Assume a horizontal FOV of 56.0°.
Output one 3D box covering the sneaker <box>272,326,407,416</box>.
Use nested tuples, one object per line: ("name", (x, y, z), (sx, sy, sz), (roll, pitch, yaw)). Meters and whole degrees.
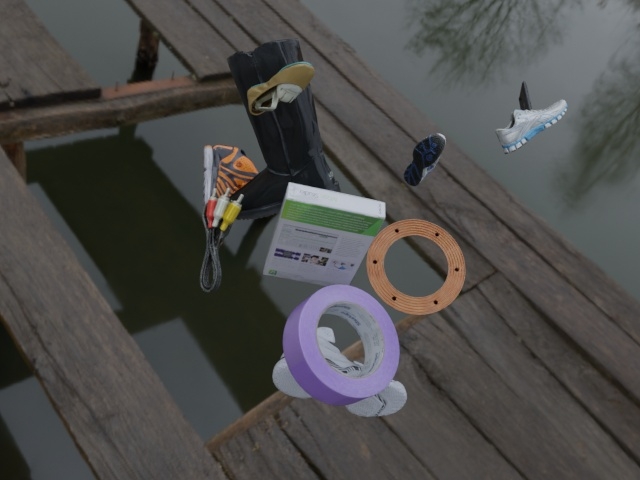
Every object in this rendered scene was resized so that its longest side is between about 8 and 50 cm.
("sneaker", (0.057, 0.349, 1.659), (0.366, 0.137, 0.210), (14, 26, -5))

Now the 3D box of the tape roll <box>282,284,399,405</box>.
("tape roll", (0.052, 0.247, 1.437), (0.275, 0.090, 0.274), (14, 59, -25))

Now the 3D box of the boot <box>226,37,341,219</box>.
("boot", (-0.168, -0.298, 1.668), (0.367, 0.445, 0.146), (-10, 24, 23))

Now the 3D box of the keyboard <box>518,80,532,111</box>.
("keyboard", (0.643, -0.400, 1.875), (0.023, 0.108, 0.180), (0, 54, 7))

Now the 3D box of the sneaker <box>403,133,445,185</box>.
("sneaker", (0.331, -0.262, 1.882), (0.080, 0.211, 0.081), (44, 52, 9))

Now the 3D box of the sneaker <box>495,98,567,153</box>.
("sneaker", (0.521, -0.301, 1.495), (0.083, 0.191, 0.071), (54, 4, -7))

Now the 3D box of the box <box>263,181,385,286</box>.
("box", (0.000, 0.000, 1.470), (0.232, 0.322, 0.058), (11, 54, -9))

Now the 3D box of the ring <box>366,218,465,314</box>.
("ring", (0.320, 0.088, 2.033), (0.337, 0.032, 0.336), (1, 71, -2))

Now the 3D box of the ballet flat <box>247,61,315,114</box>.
("ballet flat", (-0.093, -0.349, 1.420), (0.080, 0.232, 0.073), (13, 76, -36))

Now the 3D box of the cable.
("cable", (-0.302, -0.007, 1.656), (0.140, 0.287, 0.072), (13, -9, 31))

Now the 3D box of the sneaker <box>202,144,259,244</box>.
("sneaker", (-0.272, -0.139, 1.870), (0.180, 0.124, 0.321), (0, 89, -14))
